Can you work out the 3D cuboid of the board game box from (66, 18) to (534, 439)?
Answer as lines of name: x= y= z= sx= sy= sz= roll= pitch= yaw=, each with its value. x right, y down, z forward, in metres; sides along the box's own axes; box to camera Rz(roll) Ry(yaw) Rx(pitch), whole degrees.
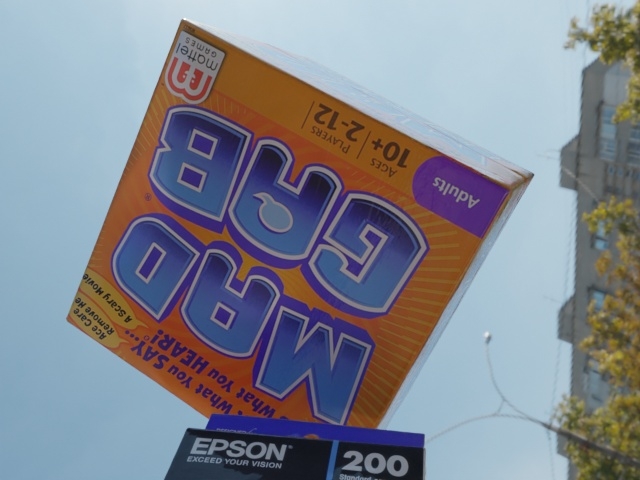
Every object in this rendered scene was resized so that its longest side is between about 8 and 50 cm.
board game box: x=0.000 y=0.000 z=0.820 sx=0.356 sy=0.356 sz=0.356 roll=-64 pitch=-14 yaw=16

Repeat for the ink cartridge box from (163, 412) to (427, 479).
ink cartridge box: x=-0.020 y=0.202 z=0.536 sx=0.208 sy=0.206 sz=0.045 roll=-73 pitch=-16 yaw=-62
